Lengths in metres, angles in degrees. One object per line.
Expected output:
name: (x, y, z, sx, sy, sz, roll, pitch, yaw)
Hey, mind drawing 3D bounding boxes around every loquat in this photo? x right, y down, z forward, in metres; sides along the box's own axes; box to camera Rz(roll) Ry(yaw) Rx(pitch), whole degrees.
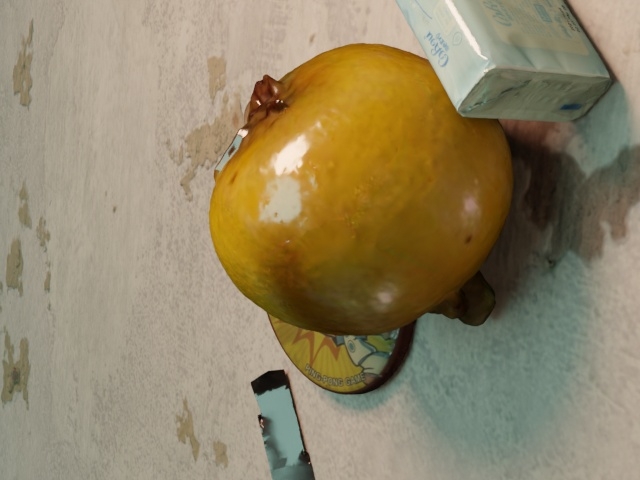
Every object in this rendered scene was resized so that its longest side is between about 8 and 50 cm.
loquat: (0.061, -0.038, 1.177, 0.328, 0.359, 0.328, -45, 14, 14)

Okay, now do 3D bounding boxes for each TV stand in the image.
TV stand: (-0.044, 0.310, 1.547, 0.049, 0.040, 0.256, -38, 60, 49)

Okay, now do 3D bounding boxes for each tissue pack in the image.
tissue pack: (0.161, -0.238, 1.116, 0.089, 0.177, 0.263, -52, 51, 42)

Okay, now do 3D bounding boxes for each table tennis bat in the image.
table tennis bat: (0.000, 0.000, 1.443, 0.268, 0.051, 0.414, -32, 71, 44)

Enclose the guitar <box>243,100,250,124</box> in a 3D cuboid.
guitar: (-0.044, -0.079, 1.540, 0.084, 0.038, 0.271, -30, 71, 49)
